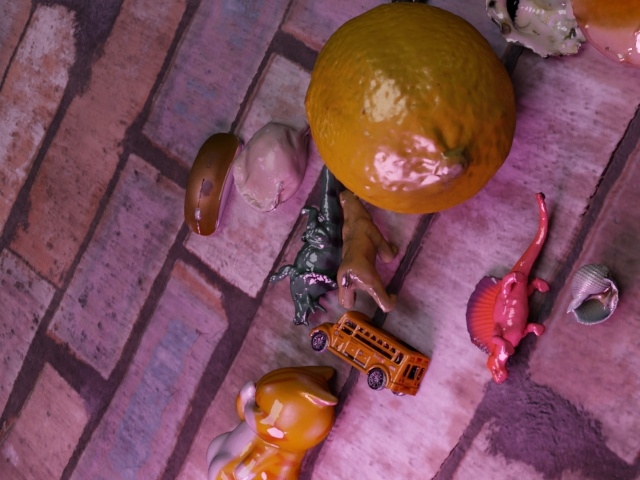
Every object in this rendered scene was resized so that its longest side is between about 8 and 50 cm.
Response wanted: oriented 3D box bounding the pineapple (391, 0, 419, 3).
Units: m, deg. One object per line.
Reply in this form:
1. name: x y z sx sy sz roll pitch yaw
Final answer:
1. pineapple: 0.138 -0.427 1.954 0.074 0.074 0.159 -20 76 34

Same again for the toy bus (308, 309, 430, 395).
1. toy bus: 0.077 0.174 1.849 0.194 0.083 0.088 30 96 37

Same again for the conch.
1. conch: 0.390 0.074 1.638 0.076 0.057 0.085 38 125 18

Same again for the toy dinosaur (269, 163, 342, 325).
1. toy dinosaur: -0.015 0.001 1.969 0.120 0.079 0.292 -3 80 33

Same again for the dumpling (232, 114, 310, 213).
1. dumpling: -0.088 -0.139 2.040 0.136 0.118 0.199 9 64 38

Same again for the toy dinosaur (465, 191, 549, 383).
1. toy dinosaur: 0.275 0.072 1.742 0.139 0.070 0.286 -5 74 61

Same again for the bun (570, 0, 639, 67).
1. bun: 0.494 -0.362 1.586 0.299 0.165 0.299 -31 47 40

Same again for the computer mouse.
1. computer mouse: -0.204 -0.107 2.166 0.102 0.045 0.199 18 90 43

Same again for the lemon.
1. lemon: 0.135 -0.199 1.752 0.336 0.336 0.336 -10 73 37

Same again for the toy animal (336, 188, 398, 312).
1. toy animal: 0.062 0.015 1.865 0.103 0.101 0.218 -16 44 23

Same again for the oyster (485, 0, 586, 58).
1. oyster: 0.325 -0.354 1.789 0.209 0.072 0.132 26 90 20

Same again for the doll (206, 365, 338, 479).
1. doll: -0.082 0.326 1.895 0.269 0.162 0.166 -63 20 16
